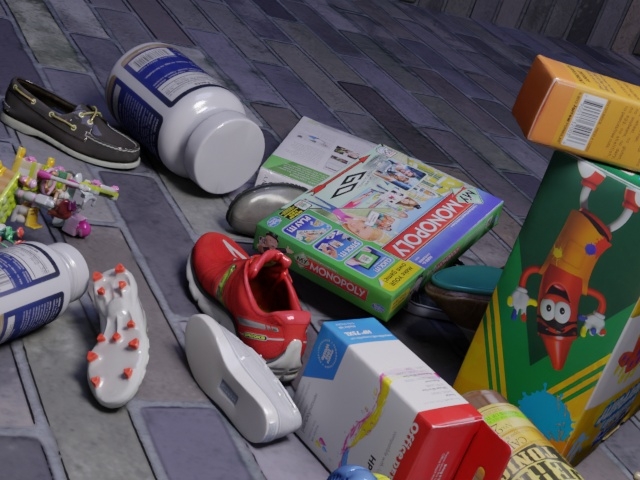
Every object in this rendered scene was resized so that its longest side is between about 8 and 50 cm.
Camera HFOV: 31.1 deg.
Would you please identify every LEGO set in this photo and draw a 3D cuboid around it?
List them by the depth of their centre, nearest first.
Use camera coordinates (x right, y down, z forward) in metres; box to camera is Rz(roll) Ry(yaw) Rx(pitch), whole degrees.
[{"bbox_3d":[-0.326,-0.028,1.344,0.107,0.132,0.287,18,21,12],"label":"LEGO set"}]

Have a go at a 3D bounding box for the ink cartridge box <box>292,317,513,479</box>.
[{"bbox_3d":[0.074,0.197,1.173,0.078,0.134,0.231,-1,30,-41],"label":"ink cartridge box"}]

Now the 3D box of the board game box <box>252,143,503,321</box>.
[{"bbox_3d":[0.087,-0.022,1.581,0.214,0.046,0.317,27,37,23],"label":"board game box"}]

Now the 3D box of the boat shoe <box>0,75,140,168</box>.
[{"bbox_3d":[-0.370,-0.175,1.718,0.228,0.068,0.081,22,23,5],"label":"boat shoe"}]

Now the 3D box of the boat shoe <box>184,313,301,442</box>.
[{"bbox_3d":[-0.084,0.145,1.249,0.063,0.066,0.184,1,29,-42],"label":"boat shoe"}]

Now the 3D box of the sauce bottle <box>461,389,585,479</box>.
[{"bbox_3d":[0.235,0.285,1.138,0.111,0.111,0.344,3,28,-34],"label":"sauce bottle"}]

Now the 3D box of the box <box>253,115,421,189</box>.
[{"bbox_3d":[0.036,-0.105,1.907,0.232,0.058,0.322,21,22,4],"label":"box"}]

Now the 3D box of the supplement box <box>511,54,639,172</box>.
[{"bbox_3d":[0.326,-0.120,1.208,0.234,0.080,0.078,16,26,-14],"label":"supplement box"}]

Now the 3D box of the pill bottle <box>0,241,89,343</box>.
[{"bbox_3d":[-0.326,0.054,1.221,0.094,0.094,0.169,29,24,20],"label":"pill bottle"}]

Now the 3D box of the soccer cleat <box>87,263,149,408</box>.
[{"bbox_3d":[-0.211,0.109,1.236,0.068,0.076,0.196,-15,43,3],"label":"soccer cleat"}]

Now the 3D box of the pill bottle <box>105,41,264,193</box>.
[{"bbox_3d":[-0.208,-0.188,1.770,0.153,0.153,0.265,-2,32,-41],"label":"pill bottle"}]

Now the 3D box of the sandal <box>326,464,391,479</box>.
[{"bbox_3d":[-0.013,0.282,0.944,0.138,0.126,0.317,17,22,4],"label":"sandal"}]

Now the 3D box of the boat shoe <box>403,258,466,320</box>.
[{"bbox_3d":[0.206,0.071,1.618,0.183,0.083,0.065,9,26,-25],"label":"boat shoe"}]

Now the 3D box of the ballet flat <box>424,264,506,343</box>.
[{"bbox_3d":[0.259,0.086,1.570,0.116,0.124,0.342,23,24,35],"label":"ballet flat"}]

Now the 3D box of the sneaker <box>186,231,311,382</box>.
[{"bbox_3d":[-0.076,0.055,1.384,0.107,0.118,0.279,6,27,-31],"label":"sneaker"}]

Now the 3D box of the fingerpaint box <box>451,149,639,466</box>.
[{"bbox_3d":[0.366,0.054,1.419,0.163,0.371,0.445,32,27,26],"label":"fingerpaint box"}]

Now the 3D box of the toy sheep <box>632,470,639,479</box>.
[{"bbox_3d":[0.412,0.296,1.289,0.132,0.091,0.091,29,25,12],"label":"toy sheep"}]

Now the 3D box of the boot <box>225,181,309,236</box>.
[{"bbox_3d":[0.000,0.000,1.624,0.247,0.083,0.161,7,32,-24],"label":"boot"}]
